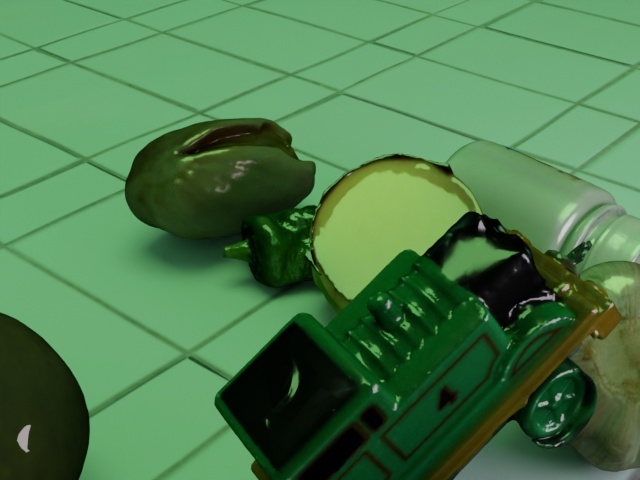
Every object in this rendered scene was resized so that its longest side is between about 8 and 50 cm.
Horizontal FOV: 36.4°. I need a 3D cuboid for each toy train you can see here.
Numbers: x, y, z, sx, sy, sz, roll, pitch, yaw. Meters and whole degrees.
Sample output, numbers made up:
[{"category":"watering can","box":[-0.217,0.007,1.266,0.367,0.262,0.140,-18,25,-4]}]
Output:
[{"category":"toy train","box":[0.082,0.127,0.881,0.429,0.249,0.178,-45,43,-4]}]

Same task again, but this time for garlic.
[{"category":"garlic","box":[0.313,0.138,1.051,0.219,0.218,0.212,2,-9,1]}]

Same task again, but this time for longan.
[{"category":"longan","box":[-0.340,0.180,0.877,0.258,0.258,0.258,1,31,0]}]

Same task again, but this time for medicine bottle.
[{"category":"medicine bottle","box":[0.291,-0.009,1.255,0.170,0.170,0.293,-26,40,-36]}]

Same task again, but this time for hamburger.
[{"category":"hamburger","box":[0.099,0.020,1.194,0.237,0.149,0.237,-1,65,3]}]

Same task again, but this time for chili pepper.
[{"category":"chili pepper","box":[0.000,0.000,1.311,0.271,0.099,0.136,-6,57,-23]}]

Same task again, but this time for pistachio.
[{"category":"pistachio","box":[-0.138,-0.079,1.369,0.288,0.197,0.166,-8,57,-40]}]
